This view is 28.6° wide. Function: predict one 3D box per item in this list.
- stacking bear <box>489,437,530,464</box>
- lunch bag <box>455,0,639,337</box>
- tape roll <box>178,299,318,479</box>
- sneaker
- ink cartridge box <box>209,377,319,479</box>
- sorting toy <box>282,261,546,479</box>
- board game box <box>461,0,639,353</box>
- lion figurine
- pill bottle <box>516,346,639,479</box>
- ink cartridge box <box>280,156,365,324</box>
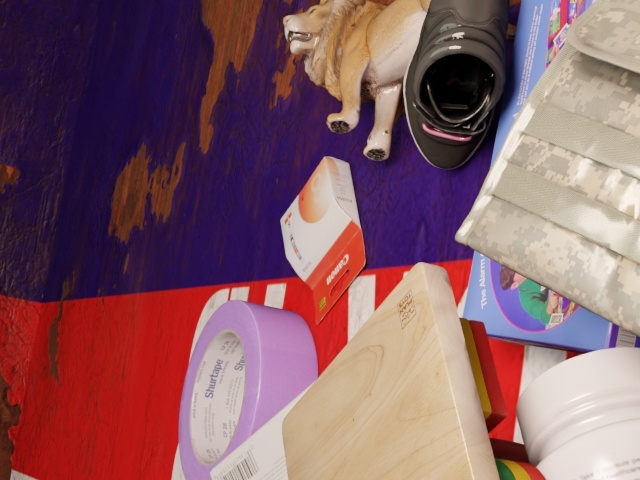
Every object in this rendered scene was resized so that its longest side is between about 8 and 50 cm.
[{"bbox_3d":[0.174,0.333,1.023,0.175,0.164,0.289,-59,28,35],"label":"stacking bear"},{"bbox_3d":[0.279,-0.067,0.930,0.235,0.169,0.287,31,95,41],"label":"lunch bag"},{"bbox_3d":[-0.105,0.224,1.743,0.275,0.090,0.275,-37,47,54],"label":"tape roll"},{"bbox_3d":[0.132,-0.143,1.302,0.296,0.104,0.147,96,-172,-52],"label":"sneaker"},{"bbox_3d":[0.006,0.311,1.473,0.275,0.060,0.239,-44,65,37],"label":"ink cartridge box"},{"bbox_3d":[0.077,0.197,1.001,0.257,0.089,0.256,-53,36,42],"label":"sorting toy"},{"bbox_3d":[0.252,-0.069,1.162,0.233,0.078,0.347,3,81,64],"label":"board game box"},{"bbox_3d":[0.109,-0.254,1.518,0.392,0.142,0.240,-22,50,44],"label":"lion figurine"},{"bbox_3d":[0.244,0.232,0.929,0.160,0.160,0.283,-52,37,41],"label":"pill bottle"},{"bbox_3d":[0.000,0.000,1.689,0.145,0.045,0.179,-53,32,41],"label":"ink cartridge box"}]
